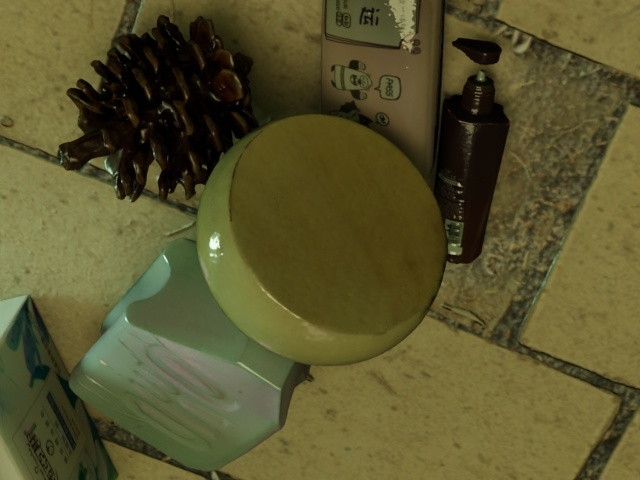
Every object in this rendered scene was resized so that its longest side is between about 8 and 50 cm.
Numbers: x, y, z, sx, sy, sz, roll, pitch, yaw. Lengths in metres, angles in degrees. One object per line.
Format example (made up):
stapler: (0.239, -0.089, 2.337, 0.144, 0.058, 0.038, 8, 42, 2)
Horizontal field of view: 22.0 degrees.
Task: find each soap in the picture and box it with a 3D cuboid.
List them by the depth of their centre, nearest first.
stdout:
soap: (-0.125, 0.126, 1.750, 0.208, 0.115, 0.347, 33, 152, -8)

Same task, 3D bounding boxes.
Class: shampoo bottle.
shampoo bottle: (0.152, -0.093, 1.696, 0.068, 0.067, 0.236, 6, 119, -3)

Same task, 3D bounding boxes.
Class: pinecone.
pinecone: (-0.164, -0.124, 1.685, 0.212, 0.168, 0.185, -27, 96, 10)

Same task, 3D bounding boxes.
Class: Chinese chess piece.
Chinese chess piece: (0.000, 0.000, 1.596, 0.251, 0.251, 0.097, 35, 147, -8)

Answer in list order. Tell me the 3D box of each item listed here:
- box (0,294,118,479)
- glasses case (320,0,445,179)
box: (-0.355, 0.233, 1.896, 0.116, 0.203, 0.274, -14, 113, 17)
glasses case: (0.061, -0.189, 1.652, 0.122, 0.075, 0.314, 9, 120, 14)
